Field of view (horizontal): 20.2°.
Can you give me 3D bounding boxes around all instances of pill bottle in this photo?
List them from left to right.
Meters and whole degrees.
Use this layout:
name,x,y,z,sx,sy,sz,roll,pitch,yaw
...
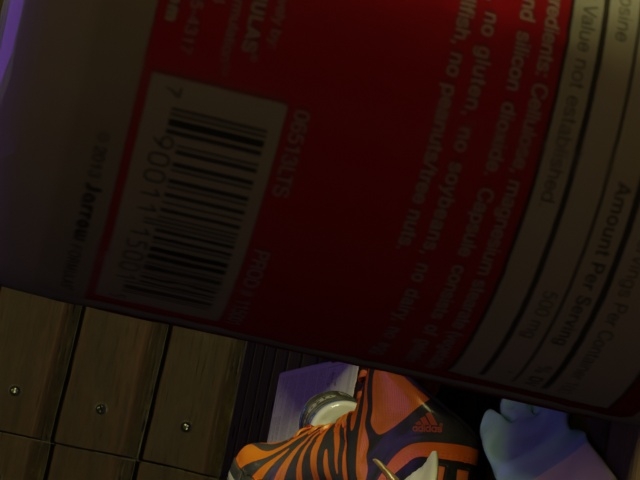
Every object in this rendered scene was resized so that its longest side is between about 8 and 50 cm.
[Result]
name,x,y,z,sx,sy,sz,roll,pitch,yaw
pill bottle,0.017,0.209,2.004,0.137,0.078,0.078,-165,88,-82
pill bottle,0.073,-0.050,0.758,0.229,0.407,0.229,-167,90,-82

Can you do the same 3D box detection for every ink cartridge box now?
name,x,y,z,sx,sy,sz,roll,pitch,yaw
ink cartridge box,0.001,0.246,2.258,0.224,0.056,0.181,-18,57,60

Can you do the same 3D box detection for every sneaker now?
name,x,y,z,sx,sy,sz,roll,pitch,yaw
sneaker,0.041,0.171,1.545,0.321,0.124,0.180,9,83,56

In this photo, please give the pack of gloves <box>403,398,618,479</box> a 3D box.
name,x,y,z,sx,sy,sz,roll,pitch,yaw
pack of gloves,0.095,0.167,1.224,0.195,0.046,0.232,-38,15,8

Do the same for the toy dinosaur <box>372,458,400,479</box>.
name,x,y,z,sx,sy,sz,roll,pitch,yaw
toy dinosaur,0.112,0.218,1.329,0.211,0.064,0.112,-15,57,55
